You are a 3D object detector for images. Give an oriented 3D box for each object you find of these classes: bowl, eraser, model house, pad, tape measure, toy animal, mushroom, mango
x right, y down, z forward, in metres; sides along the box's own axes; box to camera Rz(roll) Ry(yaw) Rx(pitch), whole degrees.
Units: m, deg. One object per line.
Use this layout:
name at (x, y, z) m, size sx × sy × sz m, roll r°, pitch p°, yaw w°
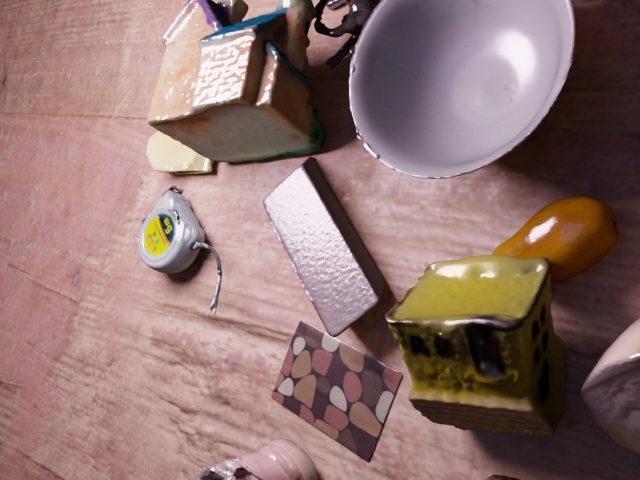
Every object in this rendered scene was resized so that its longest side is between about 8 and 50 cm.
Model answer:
bowl at (0.225, -0.242, 0.980) m, size 0.345 × 0.157 × 0.346 m, roll -8°, pitch 77°, yaw 35°
eraser at (0.000, 0.000, 1.151) m, size 0.111 × 0.077 × 0.353 m, roll -40°, pitch 59°, yaw 20°
model house at (-0.136, -0.324, 1.230) m, size 0.312 × 0.245 × 0.280 m, roll -2°, pitch 72°, yaw 36°
pad at (0.020, 0.250, 1.128) m, size 0.234 × 0.003 × 0.158 m, roll 23°, pitch 95°, yaw 38°
tape measure at (-0.271, 0.050, 1.334) m, size 0.164 × 0.084 × 0.330 m, roll -47°, pitch 56°, yaw 22°
toy animal at (0.068, -0.406, 1.195) m, size 0.148 × 0.084 × 0.233 m, roll -8°, pitch 70°, yaw 19°
model house at (0.226, 0.157, 0.899) m, size 0.193 × 0.175 × 0.234 m, roll -4°, pitch 119°, yaw 34°
mushroom at (0.432, 0.165, 0.775) m, size 0.236 × 0.173 × 0.162 m, roll 39°, pitch 62°, yaw -1°
mango at (0.317, 0.007, 0.907) m, size 0.184 × 0.084 × 0.102 m, roll -32°, pitch 64°, yaw 33°

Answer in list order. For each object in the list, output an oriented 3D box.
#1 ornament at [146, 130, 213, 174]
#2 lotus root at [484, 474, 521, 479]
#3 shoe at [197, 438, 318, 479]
ornament at (-0.275, -0.210, 1.414) m, size 0.201 × 0.059 × 0.180 m, roll -46°, pitch 60°, yaw 18°
lotus root at (0.240, 0.425, 0.849) m, size 0.122 × 0.124 × 0.241 m, roll 8°, pitch 83°, yaw 22°
shoe at (-0.157, 0.495, 1.086) m, size 0.171 × 0.198 × 0.351 m, roll 21°, pitch 92°, yaw 41°
